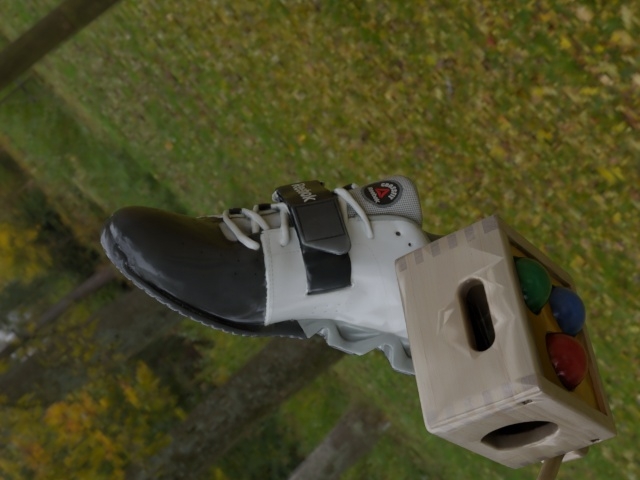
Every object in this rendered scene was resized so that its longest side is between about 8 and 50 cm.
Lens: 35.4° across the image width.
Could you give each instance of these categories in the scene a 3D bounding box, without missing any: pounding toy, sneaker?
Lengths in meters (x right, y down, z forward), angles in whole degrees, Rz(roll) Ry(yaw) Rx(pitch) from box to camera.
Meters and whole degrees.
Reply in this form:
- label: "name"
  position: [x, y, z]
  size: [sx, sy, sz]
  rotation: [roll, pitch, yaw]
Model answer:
- label: "pounding toy"
  position: [0.157, 0.108, 0.697]
  size: [0.206, 0.094, 0.181]
  rotation: [31, -139, -47]
- label: "sneaker"
  position: [0.000, 0.000, 0.770]
  size: [0.330, 0.146, 0.122]
  rotation: [14, -155, -30]
